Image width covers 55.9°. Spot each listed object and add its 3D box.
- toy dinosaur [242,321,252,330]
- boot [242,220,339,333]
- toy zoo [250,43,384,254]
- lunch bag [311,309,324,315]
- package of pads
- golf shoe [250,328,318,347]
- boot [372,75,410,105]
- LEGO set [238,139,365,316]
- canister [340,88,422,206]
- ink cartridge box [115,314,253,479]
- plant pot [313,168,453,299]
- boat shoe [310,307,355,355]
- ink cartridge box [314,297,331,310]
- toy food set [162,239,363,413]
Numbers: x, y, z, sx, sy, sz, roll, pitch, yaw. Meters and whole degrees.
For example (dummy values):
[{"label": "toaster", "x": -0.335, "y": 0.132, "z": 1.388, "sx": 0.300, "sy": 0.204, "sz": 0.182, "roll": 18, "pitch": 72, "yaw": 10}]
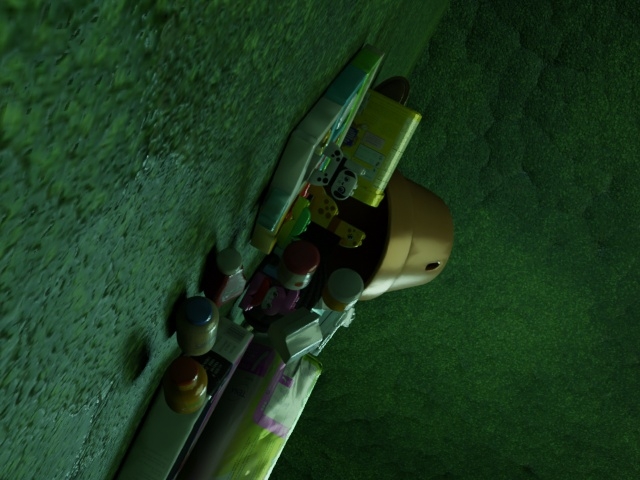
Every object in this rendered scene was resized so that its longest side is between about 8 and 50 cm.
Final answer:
[{"label": "toy dinosaur", "x": -0.094, "y": 0.147, "z": 1.370, "sx": 0.064, "sy": 0.118, "sz": 0.268, "roll": -14, "pitch": -148, "yaw": 42}, {"label": "boot", "x": -0.075, "y": 0.109, "z": 1.135, "sx": 0.222, "sy": 0.118, "sz": 0.338, "roll": -57, "pitch": 178, "yaw": 35}, {"label": "toy zoo", "x": -0.011, "y": -0.108, "z": 0.764, "sx": 0.293, "sy": 0.030, "sz": 0.192, "roll": -59, "pitch": 177, "yaw": -43}, {"label": "lunch bag", "x": -0.011, "y": 0.074, "z": 1.575, "sx": 0.223, "sy": 0.160, "sz": 0.262, "roll": -60, "pitch": -176, "yaw": -8}, {"label": "package of pads", "x": -0.141, "y": 0.298, "z": 0.999, "sx": 0.229, "sy": 0.101, "sz": 0.296, "roll": -3, "pitch": -126, "yaw": 58}, {"label": "golf shoe", "x": -0.128, "y": 0.228, "z": 1.404, "sx": 0.115, "sy": 0.140, "sz": 0.306, "roll": -30, "pitch": 167, "yaw": 30}, {"label": "boot", "x": 0.125, "y": -0.279, "z": 1.311, "sx": 0.197, "sy": 0.073, "sz": 0.152, "roll": -49, "pitch": -178, "yaw": 23}, {"label": "LEGO set", "x": 0.000, "y": 0.000, "z": 0.750, "sx": 0.227, "sy": 0.093, "sz": 0.087, "roll": -61, "pitch": 178, "yaw": 8}, {"label": "canister", "x": 0.080, "y": -0.159, "z": 1.013, "sx": 0.169, "sy": 0.126, "sz": 0.073, "roll": -63, "pitch": 177, "yaw": 14}, {"label": "ink cartridge box", "x": -0.215, "y": 0.289, "z": 0.815, "sx": 0.370, "sy": 0.069, "sz": 0.176, "roll": -59, "pitch": 179, "yaw": 19}, {"label": "plant pot", "x": 0.129, "y": -0.016, "z": 1.232, "sx": 0.291, "sy": 0.204, "sz": 0.290, "roll": -18, "pitch": -111, "yaw": 55}, {"label": "boat shoe", "x": 0.049, "y": 0.197, "z": 1.630, "sx": 0.267, "sy": 0.088, "sz": 0.096, "roll": -48, "pitch": -176, "yaw": -4}, {"label": "ink cartridge box", "x": 0.002, "y": 0.106, "z": 1.362, "sx": 0.143, "sy": 0.090, "sz": 0.092, "roll": 7, "pitch": 86, "yaw": -79}, {"label": "toy food set", "x": -0.059, "y": 0.065, "z": 0.591, "sx": 0.232, "sy": 0.111, "sz": 0.104, "roll": -26, "pitch": 163, "yaw": -22}]
